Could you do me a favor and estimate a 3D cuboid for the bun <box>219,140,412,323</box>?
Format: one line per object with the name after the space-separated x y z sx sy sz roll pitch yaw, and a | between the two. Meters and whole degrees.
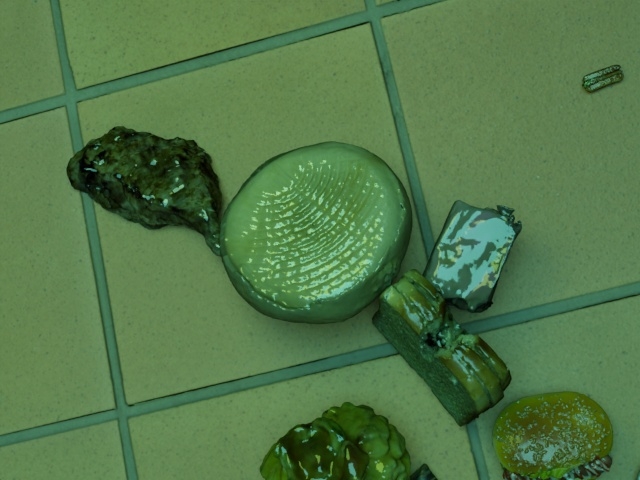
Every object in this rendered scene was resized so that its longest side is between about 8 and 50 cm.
0.001 0.005 1.883 0.364 0.202 0.365 -8 59 13 | bun

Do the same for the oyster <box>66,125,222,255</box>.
-0.318 -0.126 2.021 0.396 0.111 0.204 23 81 17 | oyster

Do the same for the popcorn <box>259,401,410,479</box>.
0.027 0.411 1.795 0.257 0.270 0.224 -12 77 -38 | popcorn

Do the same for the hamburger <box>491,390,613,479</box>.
0.411 0.357 1.796 0.210 0.116 0.173 -11 75 7 | hamburger

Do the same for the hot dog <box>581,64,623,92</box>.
0.541 -0.310 1.950 0.083 0.021 0.037 -18 87 5 | hot dog

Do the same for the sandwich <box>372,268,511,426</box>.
0.213 0.188 1.793 0.095 0.249 0.273 -38 76 -13 | sandwich

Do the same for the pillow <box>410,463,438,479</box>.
0.212 0.518 1.838 0.113 0.038 0.203 -41 75 1 | pillow

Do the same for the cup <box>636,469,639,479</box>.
0.633 0.490 1.720 0.258 0.186 0.234 34 95 43 | cup

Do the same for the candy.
0.273 0.031 1.849 0.137 0.185 0.195 23 84 9 | candy
